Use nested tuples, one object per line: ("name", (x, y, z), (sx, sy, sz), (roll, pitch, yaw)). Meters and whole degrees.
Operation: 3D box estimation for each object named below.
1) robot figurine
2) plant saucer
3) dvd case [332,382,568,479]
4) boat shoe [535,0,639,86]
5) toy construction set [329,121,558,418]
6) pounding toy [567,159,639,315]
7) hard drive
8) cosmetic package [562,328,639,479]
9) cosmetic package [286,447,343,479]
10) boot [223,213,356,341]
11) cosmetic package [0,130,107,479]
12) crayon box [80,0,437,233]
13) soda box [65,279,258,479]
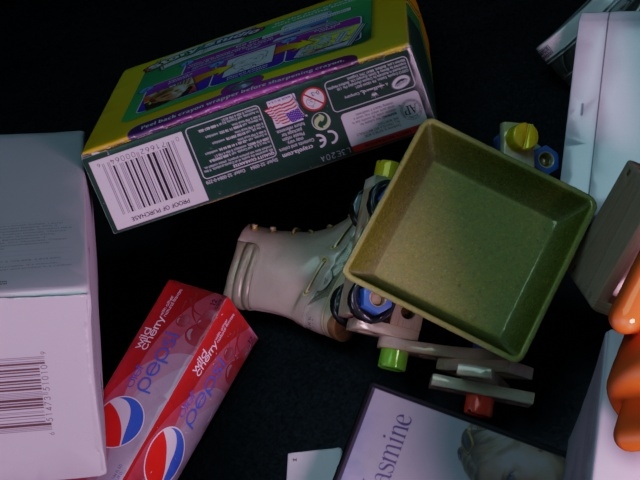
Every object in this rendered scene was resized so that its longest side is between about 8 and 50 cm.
("robot figurine", (0.301, 0.079, 1.247), (0.158, 0.128, 0.219), (22, 60, 10))
("plant saucer", (0.142, 0.004, 1.537), (0.188, 0.045, 0.188), (27, 71, 6))
("dvd case", (0.135, 0.250, 1.485), (0.253, 0.022, 0.180), (19, 60, 5))
("boat shoe", (0.343, -0.260, 1.804), (0.219, 0.078, 0.070), (-42, 93, -3))
("toy construction set", (0.135, 0.024, 1.635), (0.215, 0.151, 0.327), (15, 63, -16))
("pounding toy", (0.332, 0.052, 1.545), (0.206, 0.181, 0.094), (-63, 20, 20))
("hard drive", (0.431, -0.126, 1.650), (0.353, 0.047, 0.233), (3, 74, 23))
("cosmetic package", (0.279, 0.232, 1.361), (0.138, 0.224, 0.224), (9, 59, 6))
("cosmetic package", (0.005, 0.324, 1.503), (0.061, 0.099, 0.239), (-9, 54, 16))
("boot", (0.000, 0.000, 1.751), (0.165, 0.077, 0.213), (13, 62, 32))
("cosmetic package", (-0.303, 0.056, 1.635), (0.156, 0.217, 0.385), (-4, 29, -6))
("crayon box", (-0.059, -0.159, 1.779), (0.363, 0.106, 0.313), (-18, 20, 9))
("soda box", (-0.173, 0.176, 1.681), (0.083, 0.092, 0.263), (14, 63, 32))
